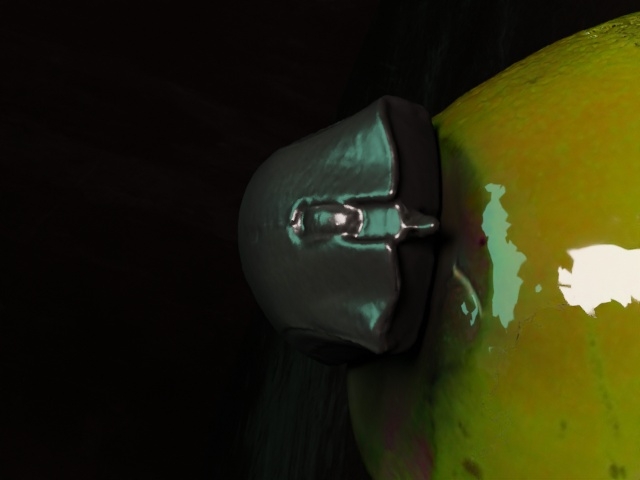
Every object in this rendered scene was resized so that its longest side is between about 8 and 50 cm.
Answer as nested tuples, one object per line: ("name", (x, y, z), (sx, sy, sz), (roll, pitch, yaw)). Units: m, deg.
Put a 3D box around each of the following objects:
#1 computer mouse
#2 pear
("computer mouse", (0.000, 0.000, 1.029), (0.264, 0.088, 0.147), (161, 114, -68))
("pear", (0.128, 0.040, 1.014), (0.399, 0.165, 0.399), (-172, 90, -73))
